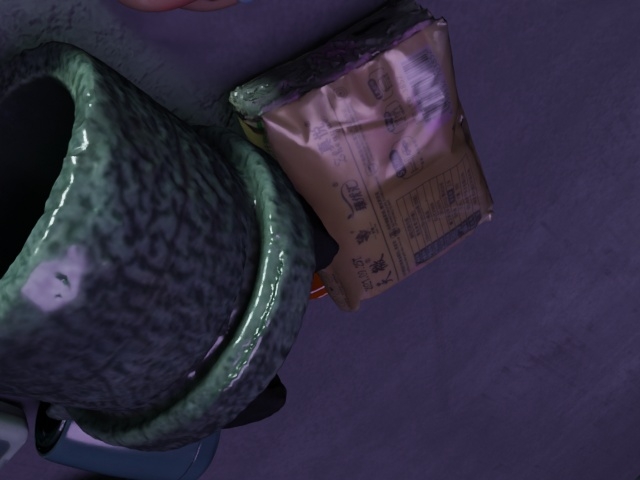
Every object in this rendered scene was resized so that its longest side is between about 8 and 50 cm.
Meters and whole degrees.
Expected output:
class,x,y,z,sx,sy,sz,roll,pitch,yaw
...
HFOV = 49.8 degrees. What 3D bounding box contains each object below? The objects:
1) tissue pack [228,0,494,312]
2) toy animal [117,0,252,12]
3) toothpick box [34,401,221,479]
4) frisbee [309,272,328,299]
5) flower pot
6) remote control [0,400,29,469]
class,x,y,z,sx,sy,sz,roll,pitch,yaw
tissue pack,0.058,-0.079,0.695,0.215,0.123,0.256,-31,123,-7
toy animal,-0.082,-0.241,0.414,0.195,0.213,0.256,-33,154,-6
toothpick box,-0.214,0.201,0.766,0.184,0.120,0.120,23,109,-37
frisbee,0.000,0.000,0.800,0.192,0.035,0.192,-16,129,-20
flower pot,-0.160,0.029,0.558,0.299,0.299,0.283,-49,137,10
remote control,-0.449,0.273,0.719,0.296,0.056,0.140,-47,132,7
